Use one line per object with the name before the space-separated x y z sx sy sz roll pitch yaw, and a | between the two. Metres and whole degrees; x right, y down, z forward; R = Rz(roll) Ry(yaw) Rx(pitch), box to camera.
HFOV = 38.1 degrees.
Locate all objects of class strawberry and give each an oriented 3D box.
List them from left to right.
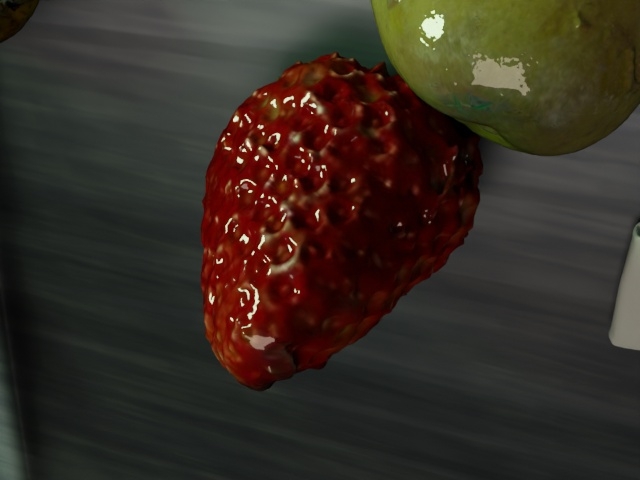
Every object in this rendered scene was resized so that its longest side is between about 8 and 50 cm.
strawberry | 0.000 0.000 0.651 0.205 0.244 0.205 13 137 12

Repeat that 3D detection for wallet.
wallet | 0.264 0.040 0.721 0.061 0.025 0.122 12 135 18

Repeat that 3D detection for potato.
potato | 0.110 -0.121 0.563 0.202 0.117 0.182 29 148 0

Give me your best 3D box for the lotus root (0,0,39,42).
lotus root | -0.291 -0.200 0.699 0.210 0.120 0.120 1 132 26
